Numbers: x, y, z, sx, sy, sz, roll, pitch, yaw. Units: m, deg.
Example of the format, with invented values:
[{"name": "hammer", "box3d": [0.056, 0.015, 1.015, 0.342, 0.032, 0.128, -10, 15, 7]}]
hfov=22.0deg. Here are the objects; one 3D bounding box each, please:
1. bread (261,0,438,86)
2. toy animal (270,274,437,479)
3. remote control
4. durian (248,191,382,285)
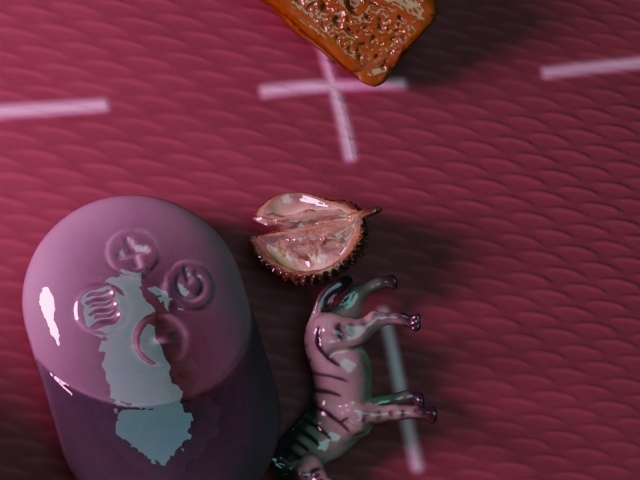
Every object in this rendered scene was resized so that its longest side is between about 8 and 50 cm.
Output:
[{"name": "bread", "box3d": [-0.006, -0.291, 1.763, 0.271, 0.077, 0.139, 36, 99, -5]}, {"name": "toy animal", "box3d": [0.021, 0.145, 1.666, 0.176, 0.073, 0.217, -8, 83, -12]}, {"name": "remote control", "box3d": [-0.163, 0.114, 1.601, 0.221, 0.103, 0.332, -15, 82, -19]}, {"name": "durian", "box3d": [0.000, -0.002, 1.702, 0.140, 0.071, 0.110, -17, 66, 2]}]
